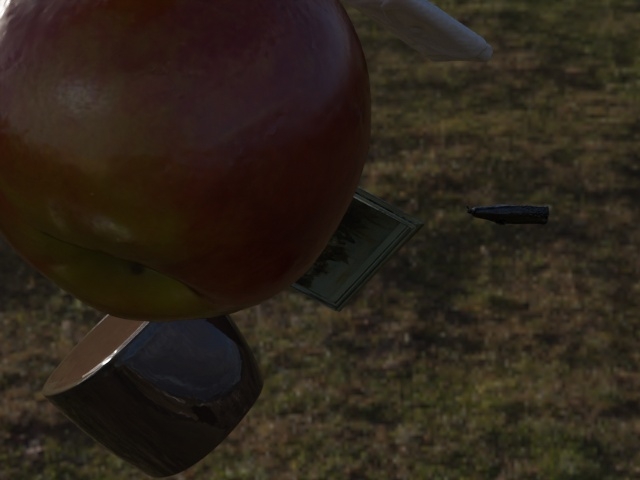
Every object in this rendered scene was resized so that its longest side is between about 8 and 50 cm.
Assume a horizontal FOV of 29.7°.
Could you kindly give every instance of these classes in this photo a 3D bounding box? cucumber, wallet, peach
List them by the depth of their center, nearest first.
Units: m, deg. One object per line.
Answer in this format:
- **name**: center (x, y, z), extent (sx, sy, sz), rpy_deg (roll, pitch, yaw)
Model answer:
- **peach**: center (-0.127, -0.120, 1.095), extent (0.388, 0.388, 0.388), rpy_deg (-3, 23, 1)
- **wallet**: center (0.106, -0.253, 1.397), extent (0.183, 0.032, 0.124), rpy_deg (26, -6, -33)
- **cucumber**: center (0.318, -0.045, 2.087), extent (0.163, 0.039, 0.043), rpy_deg (-1, -18, -20)

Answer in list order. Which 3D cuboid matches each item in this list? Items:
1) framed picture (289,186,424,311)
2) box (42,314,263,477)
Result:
- **framed picture**: center (0.000, 0.000, 1.809), extent (0.217, 0.274, 0.017), rpy_deg (26, 49, -11)
- **box**: center (-0.243, 0.208, 1.826), extent (0.301, 0.216, 0.301), rpy_deg (-36, 16, 12)
